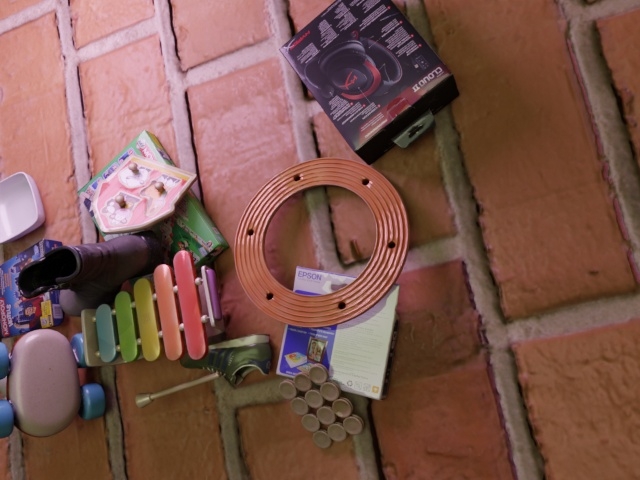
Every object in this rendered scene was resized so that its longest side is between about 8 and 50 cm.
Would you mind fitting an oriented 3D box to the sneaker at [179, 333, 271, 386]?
[{"bbox_3d":[-0.182,0.240,1.188,0.192,0.064,0.086,-16,73,14],"label":"sneaker"}]

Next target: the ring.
[{"bbox_3d":[0.000,0.000,1.144,0.336,0.032,0.337,-7,66,16],"label":"ring"}]

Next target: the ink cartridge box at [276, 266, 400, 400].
[{"bbox_3d":[0.036,0.166,1.132,0.206,0.045,0.208,9,87,21],"label":"ink cartridge box"}]

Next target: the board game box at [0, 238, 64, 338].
[{"bbox_3d":[-0.663,0.114,1.378,0.194,0.060,0.194,-14,78,18],"label":"board game box"}]

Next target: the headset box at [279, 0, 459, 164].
[{"bbox_3d":[0.097,-0.301,1.141,0.218,0.110,0.293,-38,72,11],"label":"headset box"}]

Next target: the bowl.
[{"bbox_3d":[-0.696,-0.072,1.419,0.142,0.053,0.142,-26,75,15],"label":"bowl"}]

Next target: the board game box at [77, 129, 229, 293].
[{"bbox_3d":[-0.358,-0.046,1.300,0.213,0.046,0.317,-39,72,10],"label":"board game box"}]

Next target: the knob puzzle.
[{"bbox_3d":[-0.367,-0.091,1.217,0.213,0.030,0.213,-4,53,5],"label":"knob puzzle"}]

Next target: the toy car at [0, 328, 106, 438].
[{"bbox_3d":[-0.603,0.302,1.288,0.238,0.219,0.210,-20,76,46],"label":"toy car"}]

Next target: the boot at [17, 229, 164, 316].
[{"bbox_3d":[-0.486,0.072,1.198,0.338,0.222,0.118,-34,77,34],"label":"boot"}]

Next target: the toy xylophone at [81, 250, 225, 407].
[{"bbox_3d":[-0.303,0.176,1.170,0.322,0.081,0.236,-28,69,18],"label":"toy xylophone"}]

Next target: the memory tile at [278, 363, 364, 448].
[{"bbox_3d":[0.001,0.299,1.114,0.113,0.012,0.148,-34,90,27],"label":"memory tile"}]
